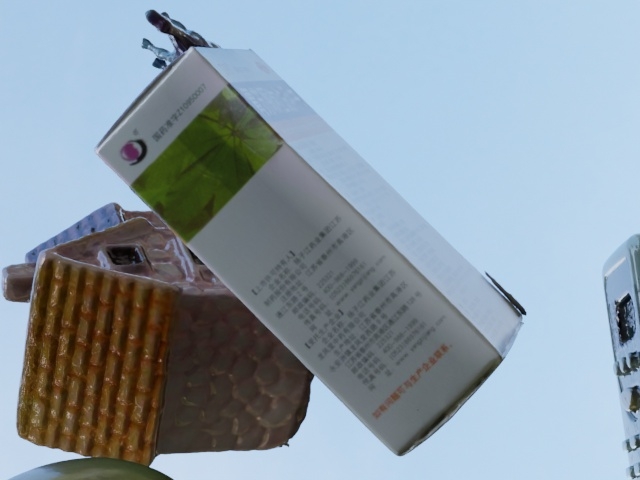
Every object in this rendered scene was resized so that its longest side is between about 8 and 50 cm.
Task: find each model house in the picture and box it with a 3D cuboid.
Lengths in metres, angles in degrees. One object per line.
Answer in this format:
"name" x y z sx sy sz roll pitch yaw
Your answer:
"model house" -0.148 0.047 1.688 0.237 0.237 0.202 -3 -52 -21

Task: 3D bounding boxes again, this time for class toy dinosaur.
"toy dinosaur" -0.099 -0.144 1.605 0.045 0.080 0.197 -53 -34 -3

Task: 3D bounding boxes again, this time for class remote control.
"remote control" 0.270 0.147 1.554 0.140 0.056 0.296 95 169 -79

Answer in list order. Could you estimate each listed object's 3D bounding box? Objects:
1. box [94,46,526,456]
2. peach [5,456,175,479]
"box" 0.000 0.000 1.399 0.299 0.106 0.200 44 -170 4
"peach" -0.168 0.309 1.425 0.292 0.247 0.292 1 -94 -20
